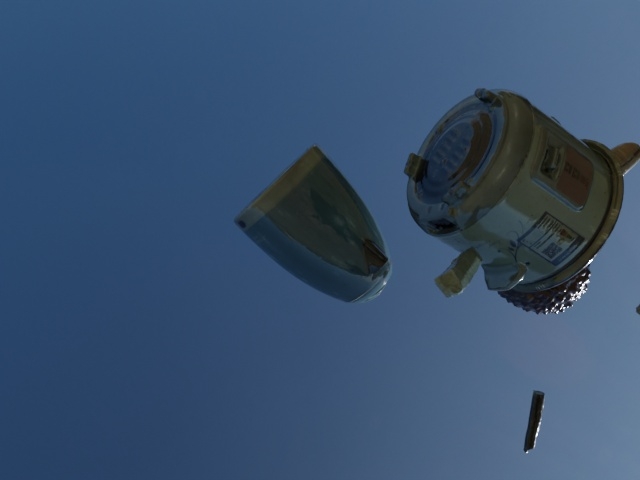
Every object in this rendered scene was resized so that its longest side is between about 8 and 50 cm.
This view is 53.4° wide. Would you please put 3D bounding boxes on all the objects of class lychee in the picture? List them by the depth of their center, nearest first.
[{"bbox_3d":[0.397,0.040,1.167,0.200,0.238,0.200,-2,-101,8],"label":"lychee"}]

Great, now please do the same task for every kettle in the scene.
[{"bbox_3d":[0.000,0.000,1.425,0.342,0.319,0.247,47,-115,-9],"label":"kettle"}]

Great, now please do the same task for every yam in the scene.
[{"bbox_3d":[0.449,0.382,1.340,0.027,0.033,0.130,10,-84,14],"label":"yam"}]

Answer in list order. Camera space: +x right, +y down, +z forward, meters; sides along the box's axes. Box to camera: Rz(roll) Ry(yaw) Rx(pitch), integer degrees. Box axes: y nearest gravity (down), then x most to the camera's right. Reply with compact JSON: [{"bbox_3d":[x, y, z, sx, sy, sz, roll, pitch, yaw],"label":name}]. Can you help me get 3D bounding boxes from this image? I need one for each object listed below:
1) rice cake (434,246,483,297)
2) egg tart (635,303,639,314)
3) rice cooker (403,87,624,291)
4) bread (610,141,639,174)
[{"bbox_3d":[0.183,0.039,0.831,0.033,0.029,0.170,55,-154,4],"label":"rice cake"},{"bbox_3d":[0.671,0.107,1.229,0.128,0.129,0.049,-21,-89,-20],"label":"egg tart"},{"bbox_3d":[0.300,-0.071,0.981,0.316,0.264,0.317,6,-103,-30],"label":"rice cooker"},{"bbox_3d":[0.678,-0.163,1.519,0.214,0.053,0.073,-36,-104,0],"label":"bread"}]
